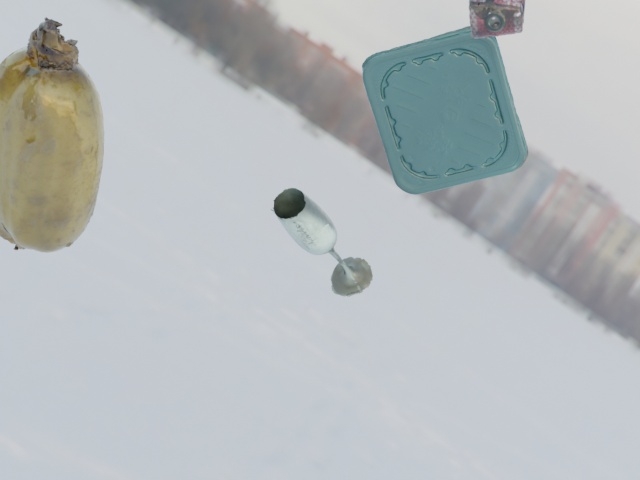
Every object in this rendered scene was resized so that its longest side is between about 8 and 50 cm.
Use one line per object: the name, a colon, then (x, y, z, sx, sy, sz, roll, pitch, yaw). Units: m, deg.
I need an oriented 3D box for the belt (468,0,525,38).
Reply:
belt: (0.156, -0.239, 1.424, 0.053, 0.071, 0.232, 11, 24, 1)

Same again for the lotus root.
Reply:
lotus root: (-0.361, -0.138, 2.093, 0.169, 0.342, 0.151, 28, 33, 26)

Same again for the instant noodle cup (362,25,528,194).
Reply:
instant noodle cup: (0.141, -0.153, 1.817, 0.070, 0.157, 0.179, -80, 154, -64)

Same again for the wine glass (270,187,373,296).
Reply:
wine glass: (0.000, 0.000, 2.364, 0.074, 0.074, 0.262, 36, -8, 35)
